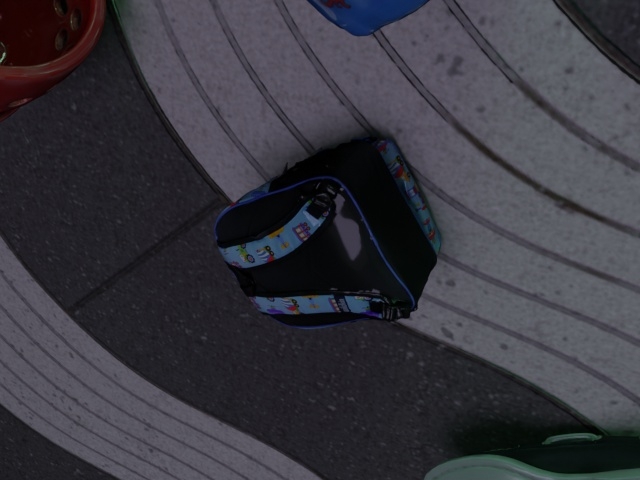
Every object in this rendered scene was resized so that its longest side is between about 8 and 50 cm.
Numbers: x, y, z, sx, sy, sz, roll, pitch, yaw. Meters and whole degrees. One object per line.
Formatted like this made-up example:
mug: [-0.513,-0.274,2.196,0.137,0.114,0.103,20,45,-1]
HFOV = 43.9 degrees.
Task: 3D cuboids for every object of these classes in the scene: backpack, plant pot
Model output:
backpack: [0.000,0.000,0.717,0.173,0.117,0.158,-15,117,39]
plant pot: [-0.310,-0.199,0.703,0.191,0.191,0.174,51,143,-14]

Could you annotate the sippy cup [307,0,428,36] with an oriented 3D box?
sippy cup: [0.012,-0.250,0.444,0.224,0.240,0.305,46,175,-24]

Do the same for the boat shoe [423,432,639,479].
boat shoe: [0.249,0.250,0.789,0.303,0.091,0.114,-6,102,37]
